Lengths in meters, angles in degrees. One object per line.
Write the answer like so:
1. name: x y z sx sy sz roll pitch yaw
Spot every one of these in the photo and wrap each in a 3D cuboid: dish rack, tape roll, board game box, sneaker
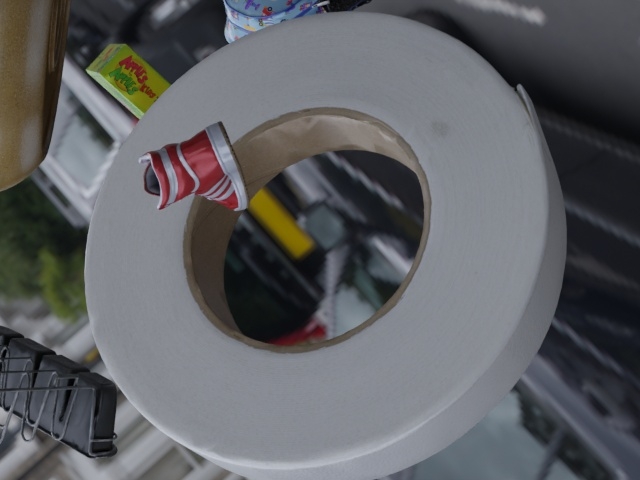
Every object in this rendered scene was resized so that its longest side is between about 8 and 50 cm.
1. dish rack: -0.323 0.120 1.252 0.208 0.074 0.271 18 -172 41
2. tape roll: 0.000 0.000 1.175 0.392 0.392 0.072 45 178 31
3. board game box: -0.198 -0.166 1.591 0.092 0.043 0.181 42 177 -15
4. sneaker: -0.088 -0.042 1.031 0.118 0.067 0.042 76 170 -70

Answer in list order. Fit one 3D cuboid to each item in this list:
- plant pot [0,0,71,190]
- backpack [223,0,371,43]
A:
1. plant pot: -0.176 -0.145 0.923 0.032 0.236 0.236 6 178 -8
2. backpack: -0.046 -0.308 1.802 0.158 0.173 0.117 35 163 40
